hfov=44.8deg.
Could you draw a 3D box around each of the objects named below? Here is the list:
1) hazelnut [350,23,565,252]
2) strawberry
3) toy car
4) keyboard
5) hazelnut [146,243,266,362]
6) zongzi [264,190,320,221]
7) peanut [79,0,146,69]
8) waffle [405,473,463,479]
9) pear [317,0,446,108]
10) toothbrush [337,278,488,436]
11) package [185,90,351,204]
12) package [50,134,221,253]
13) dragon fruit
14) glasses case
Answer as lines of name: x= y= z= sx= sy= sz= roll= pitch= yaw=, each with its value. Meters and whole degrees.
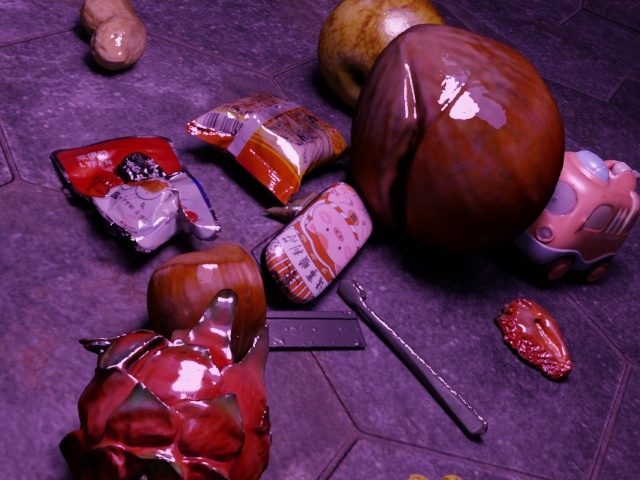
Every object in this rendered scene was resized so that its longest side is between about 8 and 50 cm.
hazelnut: x=0.207 y=-0.172 z=1.288 sx=0.359 sy=0.359 sz=0.409 roll=20 pitch=30 yaw=-8
strawberry: x=0.338 y=0.148 z=1.214 sx=0.104 sy=0.048 sz=0.152 roll=-14 pitch=48 yaw=-38
toy car: x=0.454 y=-0.059 z=1.390 sx=0.270 sy=0.212 sz=0.180 roll=4 pitch=40 yaw=-40
keyboard: x=-0.029 y=0.121 z=1.048 sx=0.195 sy=0.018 sz=0.060 roll=4 pitch=48 yaw=-28
hazelnut: x=-0.131 y=0.080 z=0.934 sx=0.150 sy=0.150 sz=0.150 roll=17 pitch=36 yaw=-13
zongzi: x=-0.042 y=-0.056 z=1.247 sx=0.083 sy=0.040 sz=0.076 roll=14 pitch=39 yaw=3
peanut: x=-0.374 y=-0.386 z=1.409 sx=0.103 sy=0.098 sz=0.229 roll=-28 pitch=50 yaw=0
waffle: x=0.177 y=0.387 z=0.802 sx=0.307 sy=0.060 sz=0.312 roll=26 pitch=37 yaw=-1
pear: x=0.134 y=-0.389 z=1.572 sx=0.283 sy=0.283 sz=0.283 roll=17 pitch=36 yaw=-13
toothbrush: x=0.125 y=0.158 z=1.085 sx=0.030 sy=0.030 sz=0.297 roll=-5 pitch=44 yaw=-50
package: x=-0.070 y=-0.177 z=1.322 sx=0.223 sy=0.108 sz=0.288 roll=33 pitch=33 yaw=7
package: x=-0.256 y=-0.070 z=1.114 sx=0.194 sy=0.071 sz=0.269 roll=-4 pitch=32 yaw=-38
dragon fruit: x=-0.140 y=0.175 z=0.763 sx=0.192 sy=0.193 sz=0.274 roll=-2 pitch=34 yaw=11
glasses case: x=0.000 y=0.000 z=1.152 sx=0.103 sy=0.067 sz=0.267 roll=53 pitch=38 yaw=-9
